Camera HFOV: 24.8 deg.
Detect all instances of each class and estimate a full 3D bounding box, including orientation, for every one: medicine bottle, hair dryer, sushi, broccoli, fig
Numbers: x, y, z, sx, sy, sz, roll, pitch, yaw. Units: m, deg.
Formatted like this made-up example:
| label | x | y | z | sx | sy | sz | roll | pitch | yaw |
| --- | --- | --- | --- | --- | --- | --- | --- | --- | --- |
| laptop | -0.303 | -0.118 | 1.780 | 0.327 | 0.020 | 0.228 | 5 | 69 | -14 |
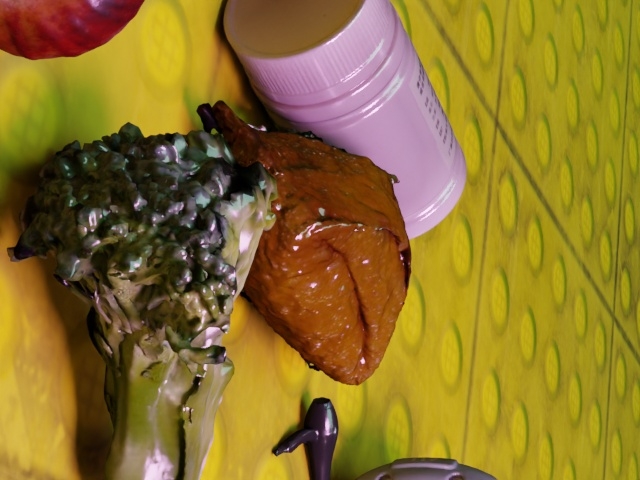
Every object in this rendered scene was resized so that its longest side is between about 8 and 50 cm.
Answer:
| label | x | y | z | sx | sy | sz | roll | pitch | yaw |
| --- | --- | --- | --- | --- | --- | --- | --- | --- | --- |
| medicine bottle | 0.025 | -0.115 | 1.191 | 0.250 | 0.133 | 0.133 | 56 | 39 | -50 |
| hair dryer | -0.015 | 0.177 | 1.214 | 0.083 | 0.031 | 0.079 | -16 | 112 | -52 |
| sushi | 0.000 | 0.001 | 1.130 | 0.149 | 0.140 | 0.287 | -44 | 141 | -8 |
| broccoli | -0.109 | 0.083 | 0.905 | 0.165 | 0.145 | 0.304 | -58 | 151 | -67 |
| fig | -0.149 | -0.154 | 0.821 | 0.150 | 0.128 | 0.128 | 64 | 33 | -52 |

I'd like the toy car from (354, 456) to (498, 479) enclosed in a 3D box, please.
| label | x | y | z | sx | sy | sz | roll | pitch | yaw |
| --- | --- | --- | --- | --- | --- | --- | --- | --- | --- |
| toy car | 0.103 | 0.326 | 1.289 | 0.212 | 0.180 | 0.271 | 18 | 71 | -75 |
